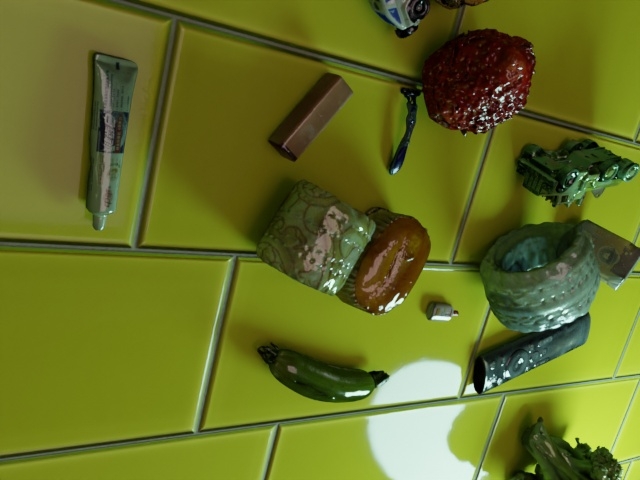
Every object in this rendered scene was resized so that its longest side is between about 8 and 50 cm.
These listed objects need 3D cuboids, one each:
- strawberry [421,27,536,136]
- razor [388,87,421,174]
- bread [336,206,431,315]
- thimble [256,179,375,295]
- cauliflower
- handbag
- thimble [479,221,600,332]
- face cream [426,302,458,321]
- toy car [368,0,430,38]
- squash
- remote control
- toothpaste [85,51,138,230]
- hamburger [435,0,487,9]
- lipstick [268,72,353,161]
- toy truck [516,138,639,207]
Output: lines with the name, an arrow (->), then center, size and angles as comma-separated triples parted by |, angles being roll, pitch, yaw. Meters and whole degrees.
strawberry -> 0.276, -0.271, 1.069 | 0.187, 0.201, 0.184 | 24, 77, -20
razor -> 0.147, -0.187, 1.115 | 0.044, 0.028, 0.154 | 2, 108, -35
bread -> 0.110, 0.039, 1.139 | 0.132, 0.114, 0.190 | 32, 85, -37
thimble -> 0.000, 0.000, 1.027 | 0.191, 0.138, 0.143 | 28, 90, -51
cauliflower -> 0.636, 0.631, 1.702 | 0.327, 0.281, 0.260 | -25, 149, -53
handbag -> 0.636, 0.023, 1.465 | 0.117, 0.173, 0.095 | -43, 152, -28
thimble -> 0.460, 0.065, 1.326 | 0.250, 0.205, 0.171 | -25, 117, -4
face cream -> 0.259, 0.151, 1.341 | 0.083, 0.021, 0.040 | 8, 106, -37
toy car -> 0.107, -0.390, 0.967 | 0.070, 0.080, 0.170 | -32, 128, -5
squash -> 0.009, 0.258, 1.181 | 0.319, 0.071, 0.080 | 22, 95, -39
remote control -> 0.525, 0.269, 1.561 | 0.378, 0.044, 0.107 | -15, 114, -29
toothpaste -> -0.282, -0.126, 0.843 | 0.060, 0.038, 0.233 | 0, 106, -39
hamburger -> 0.226, -0.477, 0.992 | 0.231, 0.107, 0.230 | -24, 126, -38
lipstick -> -0.014, -0.192, 0.990 | 0.145, 0.045, 0.045 | -50, 126, -6
toy truck -> 0.536, -0.129, 1.352 | 0.260, 0.128, 0.135 | -7, 127, -33
